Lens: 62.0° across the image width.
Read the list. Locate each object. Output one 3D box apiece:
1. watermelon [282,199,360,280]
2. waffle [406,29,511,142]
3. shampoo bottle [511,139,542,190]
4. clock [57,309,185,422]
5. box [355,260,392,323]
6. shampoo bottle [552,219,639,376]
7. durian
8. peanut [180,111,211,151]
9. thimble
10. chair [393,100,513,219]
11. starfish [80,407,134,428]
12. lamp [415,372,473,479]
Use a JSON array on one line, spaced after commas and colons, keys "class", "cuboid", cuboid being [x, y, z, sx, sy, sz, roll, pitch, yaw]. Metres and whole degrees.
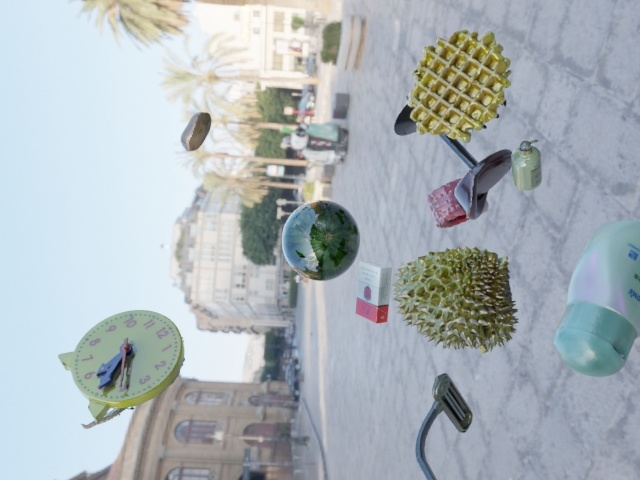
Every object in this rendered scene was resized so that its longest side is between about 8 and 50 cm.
[{"class": "watermelon", "cuboid": [0.002, 0.000, 1.576, 0.242, 0.243, 0.242, -177, 90, -88]}, {"class": "waffle", "cuboid": [0.374, -0.436, 1.479, 0.062, 0.329, 0.329, 5, -92, -57]}, {"class": "shampoo bottle", "cuboid": [0.573, -0.215, 1.484, 0.162, 0.079, 0.079, 58, -152, -49]}, {"class": "clock", "cuboid": [-0.496, 0.291, 1.362, 0.293, 0.277, 0.071, -35, -34, -32]}, {"class": "box", "cuboid": [0.142, 0.137, 1.440, 0.100, 0.048, 0.152, 19, 106, 60]}, {"class": "shampoo bottle", "cuboid": [0.631, 0.134, 1.161, 0.349, 0.222, 0.151, -53, 21, -19]}, {"class": "durian", "cuboid": [0.163, 0.093, 0.645, 0.208, 0.147, 0.102, 52, -136, -43]}, {"class": "peanut", "cuboid": [-0.416, -0.366, 1.788, 0.152, 0.076, 0.076, -55, 13, 18]}, {"class": "thimble", "cuboid": [0.463, -0.126, 1.806, 0.163, 0.190, 0.124, 66, -175, -74]}, {"class": "chair", "cuboid": [0.432, -0.278, 1.664, 0.401, 0.227, 0.226, 56, 162, 22]}, {"class": "starfish", "cuboid": [-0.556, 0.463, 1.547, 0.247, 0.138, 0.050, -32, -87, -46]}, {"class": "lamp", "cuboid": [0.281, 0.442, 1.072, 0.203, 0.125, 0.283, 41, -156, -37]}]
